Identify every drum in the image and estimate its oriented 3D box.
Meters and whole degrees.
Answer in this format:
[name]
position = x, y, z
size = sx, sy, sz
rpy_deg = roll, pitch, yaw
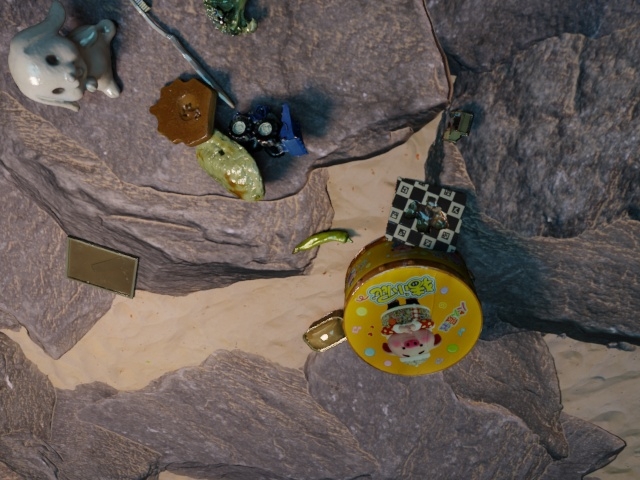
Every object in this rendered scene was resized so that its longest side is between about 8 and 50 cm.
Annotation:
[drum]
position = 0.277, 0.198, 1.401
size = 0.430, 0.214, 0.432
rpy_deg = 3, 118, 5

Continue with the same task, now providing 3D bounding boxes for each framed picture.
[framed picture]
position = -0.764, 0.096, 1.569
size = 0.249, 0.016, 0.184
rpy_deg = 17, 118, -4

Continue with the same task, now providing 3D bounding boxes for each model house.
[model house]
position = 0.376, -0.304, 1.215
size = 0.058, 0.057, 0.084
rpy_deg = 6, 101, -27

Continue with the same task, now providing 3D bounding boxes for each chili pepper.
[chili pepper]
position = 0.000, -0.001, 1.425
size = 0.208, 0.043, 0.049
rpy_deg = -10, 142, 17

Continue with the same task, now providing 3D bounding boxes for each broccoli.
[broccoli]
position = -0.195, -0.600, 1.095
size = 0.122, 0.118, 0.204
rpy_deg = 41, 101, 17

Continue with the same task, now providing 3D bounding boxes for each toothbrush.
[toothbrush]
position = -0.363, -0.499, 1.197
size = 0.037, 0.028, 0.375
rpy_deg = -37, 109, 15

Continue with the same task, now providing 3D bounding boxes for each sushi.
[sushi]
position = 0.306, -0.070, 1.324
size = 0.209, 0.040, 0.193
rpy_deg = 13, 87, 5

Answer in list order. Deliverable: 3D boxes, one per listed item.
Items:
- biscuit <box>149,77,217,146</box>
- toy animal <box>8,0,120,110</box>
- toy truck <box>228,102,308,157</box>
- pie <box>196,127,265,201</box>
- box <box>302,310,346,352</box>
[biscuit]
position = -0.380, -0.352, 1.238
size = 0.215, 0.034, 0.182
rpy_deg = 10, 96, 22
[toy animal]
position = -0.638, -0.459, 1.127
size = 0.173, 0.289, 0.249
rpy_deg = 9, 98, 3
[toy truck]
position = -0.132, -0.301, 1.224
size = 0.208, 0.113, 0.126
rpy_deg = 12, 81, 15
[pie]
position = -0.253, -0.199, 1.269
size = 0.247, 0.090, 0.201
rpy_deg = 35, 151, 16
[box]
position = 0.024, 0.316, 1.554
size = 0.177, 0.111, 0.111
rpy_deg = -34, 110, 21
